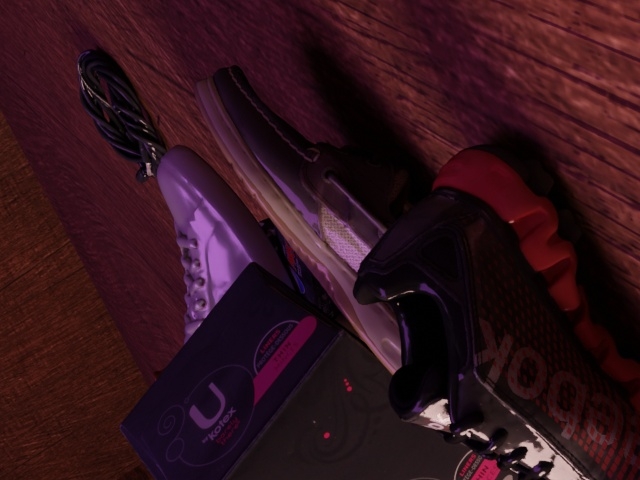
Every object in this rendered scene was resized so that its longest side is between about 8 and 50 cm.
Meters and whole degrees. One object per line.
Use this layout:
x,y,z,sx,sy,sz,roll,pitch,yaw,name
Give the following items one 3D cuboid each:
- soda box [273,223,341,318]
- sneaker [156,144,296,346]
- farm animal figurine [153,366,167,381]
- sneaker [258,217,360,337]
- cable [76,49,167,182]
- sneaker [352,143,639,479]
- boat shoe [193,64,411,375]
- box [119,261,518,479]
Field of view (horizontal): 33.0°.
0.000,0.000,0.889,0.053,0.060,0.169,48,160,28,soda box
-0.085,0.064,0.928,0.290,0.123,0.106,62,165,-10,sneaker
-0.103,0.309,1.570,0.327,0.172,0.330,-60,-47,-88,farm animal figurine
-0.022,0.043,1.029,0.170,0.068,0.071,45,165,37,sneaker
-0.257,-0.158,1.377,0.185,0.047,0.150,61,163,-9,cable
0.115,0.091,0.588,0.276,0.135,0.097,57,162,-2,sneaker
0.025,-0.016,0.734,0.285,0.092,0.103,52,-175,13,boat shoe
0.015,0.167,0.816,0.270,0.165,0.143,40,177,-35,box
